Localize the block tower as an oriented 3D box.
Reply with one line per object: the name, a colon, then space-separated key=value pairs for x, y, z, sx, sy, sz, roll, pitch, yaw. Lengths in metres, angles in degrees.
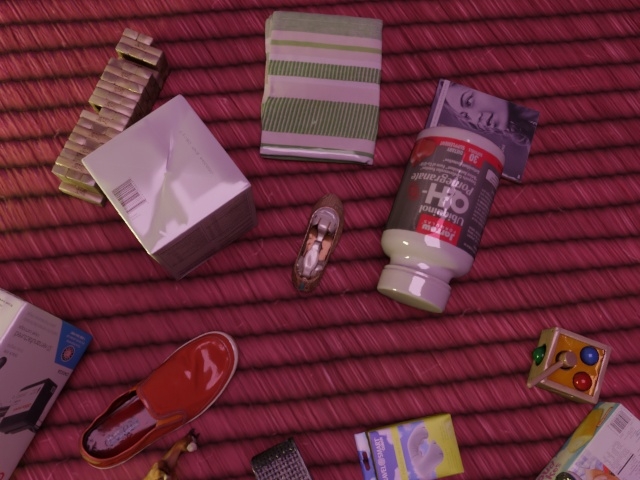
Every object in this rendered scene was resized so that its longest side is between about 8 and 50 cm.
block tower: x=-0.402 y=-0.240 z=1.284 sx=0.091 sy=0.097 sz=0.336 roll=21 pitch=78 yaw=2

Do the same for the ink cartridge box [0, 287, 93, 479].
ink cartridge box: x=-0.550 y=0.244 z=1.080 sx=0.129 sy=0.223 sz=0.307 roll=22 pitch=73 yaw=16

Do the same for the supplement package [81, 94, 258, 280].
supplement package: x=-0.251 y=-0.080 z=1.168 sx=0.198 sy=0.263 sz=0.199 roll=-36 pitch=81 yaw=-10

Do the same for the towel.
towel: x=0.001 y=-0.316 z=1.354 sx=0.247 sy=0.038 sz=0.325 roll=4 pitch=75 yaw=-4

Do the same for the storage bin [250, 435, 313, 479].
storage bin: x=-0.045 y=0.442 z=1.135 sx=0.084 sy=0.122 sz=0.180 roll=-25 pitch=80 yaw=-9

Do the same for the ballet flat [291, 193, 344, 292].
ballet flat: x=0.000 y=0.000 z=1.265 sx=0.073 sy=0.067 sz=0.206 roll=16 pitch=77 yaw=1

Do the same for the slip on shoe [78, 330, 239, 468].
slip on shoe: x=-0.284 y=0.283 z=1.169 sx=0.331 sy=0.101 sz=0.123 roll=-36 pitch=80 yaw=-11

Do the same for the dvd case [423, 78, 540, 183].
dvd case: x=0.329 y=-0.227 z=1.359 sx=0.221 sy=0.018 sz=0.165 roll=19 pitch=77 yaw=1

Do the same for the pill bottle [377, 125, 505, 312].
pill bottle: x=0.216 y=-0.036 z=1.227 sx=0.176 sy=0.176 sz=0.319 roll=20 pitch=79 yaw=1

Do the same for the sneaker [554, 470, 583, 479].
sneaker: x=0.475 y=0.485 z=1.093 sx=0.086 sy=0.085 sz=0.237 roll=-26 pitch=76 yaw=-35

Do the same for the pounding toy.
pounding toy: x=0.449 y=0.235 z=1.220 sx=0.141 sy=0.100 sz=0.130 roll=21 pitch=77 yaw=1

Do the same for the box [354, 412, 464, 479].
box: x=0.160 y=0.386 z=1.200 sx=0.178 sy=0.042 sz=0.109 roll=-11 pitch=78 yaw=-6

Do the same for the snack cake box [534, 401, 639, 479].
snack cake box: x=0.499 y=0.440 z=1.183 sx=0.152 sy=0.089 sz=0.264 roll=44 pitch=79 yaw=5

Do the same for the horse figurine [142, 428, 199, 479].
horse figurine: x=-0.296 y=0.457 z=1.115 sx=0.066 sy=0.174 sz=0.263 roll=31 pitch=91 yaw=-14
